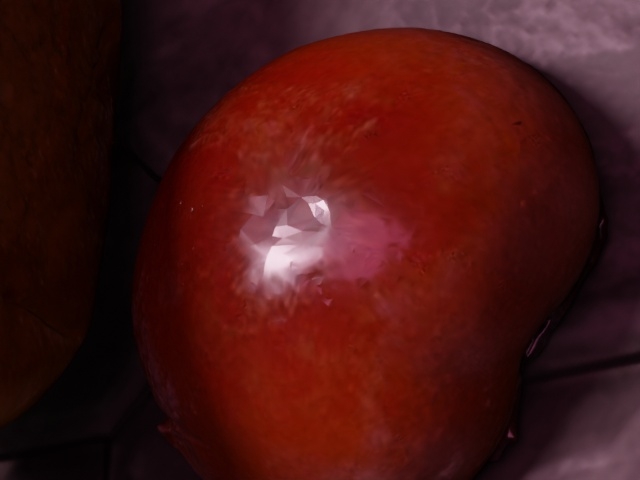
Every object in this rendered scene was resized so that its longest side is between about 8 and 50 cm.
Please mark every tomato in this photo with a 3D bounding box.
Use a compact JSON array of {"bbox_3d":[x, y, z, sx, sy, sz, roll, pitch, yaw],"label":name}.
[{"bbox_3d":[0.000,0.000,0.676,0.199,0.112,0.228,20,82,26],"label":"tomato"}]

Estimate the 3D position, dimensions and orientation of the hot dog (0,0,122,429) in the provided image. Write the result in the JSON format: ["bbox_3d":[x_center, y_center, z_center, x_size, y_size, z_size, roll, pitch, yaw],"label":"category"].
[{"bbox_3d":[-0.192,-0.068,0.703,0.185,0.223,0.405,-8,65,17],"label":"hot dog"}]
